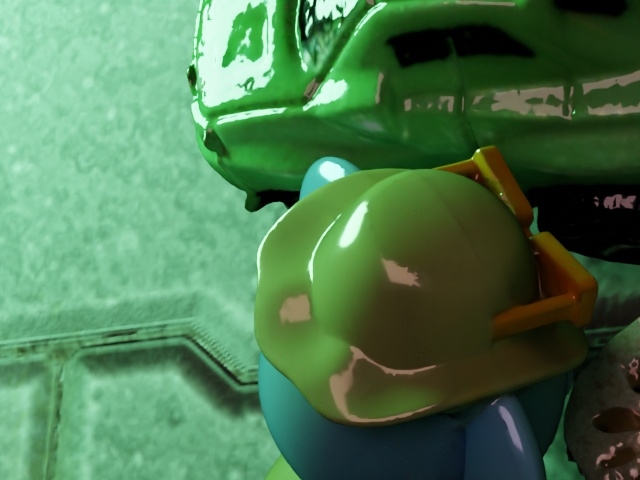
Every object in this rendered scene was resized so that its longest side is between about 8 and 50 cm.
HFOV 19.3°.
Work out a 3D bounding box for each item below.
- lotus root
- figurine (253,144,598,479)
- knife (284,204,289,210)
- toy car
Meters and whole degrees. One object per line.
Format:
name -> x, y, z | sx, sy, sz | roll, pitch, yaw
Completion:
lotus root -> 0.177, 0.089, 0.824 | 0.112, 0.081, 0.122 | -37, 57, 14
figurine -> 0.031, 0.069, 0.840 | 0.153, 0.262, 0.180 | 11, 59, -9
knife -> 0.000, -0.005, 0.995 | 0.021, 0.046, 0.222 | -20, 51, -26
toy car -> 0.098, -0.113, 0.878 | 0.358, 0.176, 0.213 | 3, 74, 24
